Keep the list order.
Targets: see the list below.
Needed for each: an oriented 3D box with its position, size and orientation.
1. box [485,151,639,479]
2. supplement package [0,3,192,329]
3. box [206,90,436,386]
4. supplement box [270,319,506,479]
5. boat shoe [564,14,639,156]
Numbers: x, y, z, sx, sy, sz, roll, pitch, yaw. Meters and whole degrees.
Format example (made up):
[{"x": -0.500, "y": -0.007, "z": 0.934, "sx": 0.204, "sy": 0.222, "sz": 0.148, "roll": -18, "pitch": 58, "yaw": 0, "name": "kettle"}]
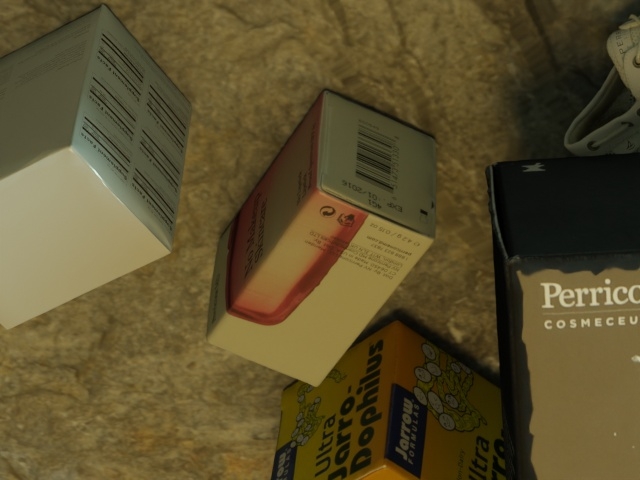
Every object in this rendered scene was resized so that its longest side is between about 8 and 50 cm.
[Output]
[{"x": 0.398, "y": 0.174, "z": 1.644, "sx": 0.480, "sy": 0.297, "sz": 0.471, "roll": -4, "pitch": 107, "yaw": 4, "name": "box"}, {"x": -0.241, "y": -0.066, "z": 1.724, "sx": 0.194, "sy": 0.203, "sz": 0.149, "roll": -24, "pitch": 127, "yaw": 24, "name": "supplement package"}, {"x": 0.000, "y": 0.000, "z": 1.810, "sx": 0.127, "sy": 0.148, "sz": 0.232, "roll": 23, "pitch": 130, "yaw": -17, "name": "box"}, {"x": 0.139, "y": 0.279, "z": 2.022, "sx": 0.356, "sy": 0.194, "sz": 0.195, "roll": 34, "pitch": 131, "yaw": -26, "name": "supplement box"}, {"x": 0.298, "y": -0.158, "z": 1.680, "sx": 0.096, "sy": 0.098, "sz": 0.277, "roll": 16, "pitch": 133, "yaw": -12, "name": "boat shoe"}]
